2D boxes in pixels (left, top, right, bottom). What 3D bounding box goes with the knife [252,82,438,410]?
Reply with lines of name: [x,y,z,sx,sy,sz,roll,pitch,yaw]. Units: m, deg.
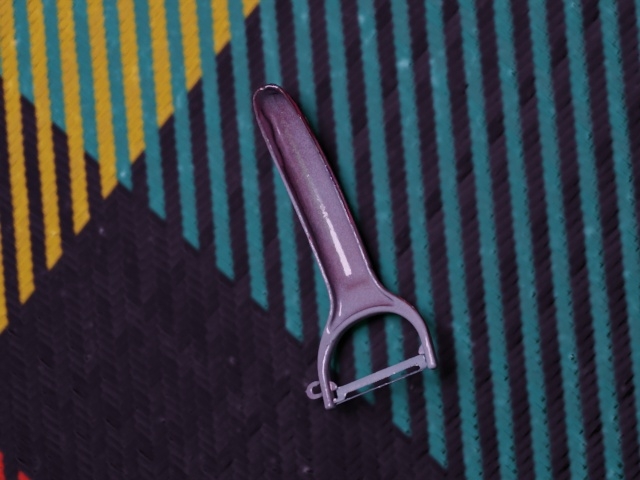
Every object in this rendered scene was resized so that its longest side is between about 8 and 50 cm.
knife: [0.001,0.000,1.394,0.123,0.053,0.278,-23,83,18]
